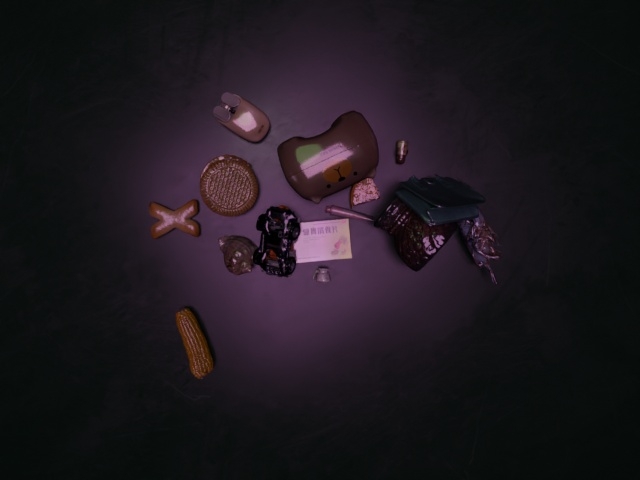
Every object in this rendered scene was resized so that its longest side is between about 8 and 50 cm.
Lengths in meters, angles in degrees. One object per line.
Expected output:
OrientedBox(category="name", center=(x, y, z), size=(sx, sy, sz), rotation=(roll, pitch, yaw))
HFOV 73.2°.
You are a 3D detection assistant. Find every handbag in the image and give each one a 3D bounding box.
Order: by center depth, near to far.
OrientedBox(category="handbag", center=(0.485, -0.173, 1.723), size=(0.327, 0.238, 0.089), rotation=(-12, 134, -36))

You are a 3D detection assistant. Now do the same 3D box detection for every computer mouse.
OrientedBox(category="computer mouse", center=(-0.328, -0.515, 1.812), size=(0.237, 0.082, 0.145), rotation=(35, 93, -5))

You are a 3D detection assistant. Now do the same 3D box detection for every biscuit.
OrientedBox(category="biscuit", center=(-0.383, -0.230, 1.810), size=(0.260, 0.079, 0.258), rotation=(-2, 98, -17))
OrientedBox(category="biscuit", center=(-0.627, -0.090, 1.851), size=(0.208, 0.047, 0.164), rotation=(-4, 95, -2))

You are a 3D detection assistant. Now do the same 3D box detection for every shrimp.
OrientedBox(category="shrimp", center=(0.680, 0.012, 1.828), size=(0.137, 0.172, 0.372), rotation=(-36, 78, 33))

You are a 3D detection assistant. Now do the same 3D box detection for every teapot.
OrientedBox(category="teapot", center=(0.005, 0.151, 1.882), size=(0.083, 0.064, 0.064), rotation=(0, 86, 30))

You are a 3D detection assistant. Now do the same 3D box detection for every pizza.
OrientedBox(category="pizza", center=(0.197, -0.214, 1.866), size=(0.131, 0.041, 0.178), rotation=(13, 93, 0))

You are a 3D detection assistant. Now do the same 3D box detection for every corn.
OrientedBox(category="corn", center=(-0.544, 0.438, 1.865), size=(0.102, 0.102, 0.312), rotation=(-16, 93, 0))

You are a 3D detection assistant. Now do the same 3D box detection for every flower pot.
OrientedBox(category="flower pot", center=(0.380, -0.051, 1.783), size=(0.267, 0.266, 0.266), rotation=(41, 92, 6))

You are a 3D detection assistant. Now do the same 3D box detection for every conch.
OrientedBox(category="conch", center=(-0.355, 0.055, 1.857), size=(0.155, 0.130, 0.207), rotation=(-33, 69, -32))

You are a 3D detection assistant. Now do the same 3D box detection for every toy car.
OrientedBox(category="toy car", center=(-0.171, 0.004, 1.796), size=(0.193, 0.118, 0.300), rotation=(17, 106, 29))

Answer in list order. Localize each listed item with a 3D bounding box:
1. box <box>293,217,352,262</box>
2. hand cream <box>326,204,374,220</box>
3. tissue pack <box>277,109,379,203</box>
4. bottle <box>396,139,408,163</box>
OrientedBox(category="box", center=(0.001, 0.001, 1.866), size=(0.261, 0.062, 0.175), rotation=(-5, 94, 0))
OrientedBox(category="hand cream", center=(0.129, -0.115, 1.863), size=(0.210, 0.067, 0.043), rotation=(11, 108, 1))
OrientedBox(category="tissue pack", center=(0.040, -0.322, 1.740), size=(0.388, 0.267, 0.276), rotation=(-24, 95, -1))
OrientedBox(category="bottle", center=(0.352, -0.379, 1.856), size=(0.063, 0.047, 0.101), rotation=(4, 95, -12))
